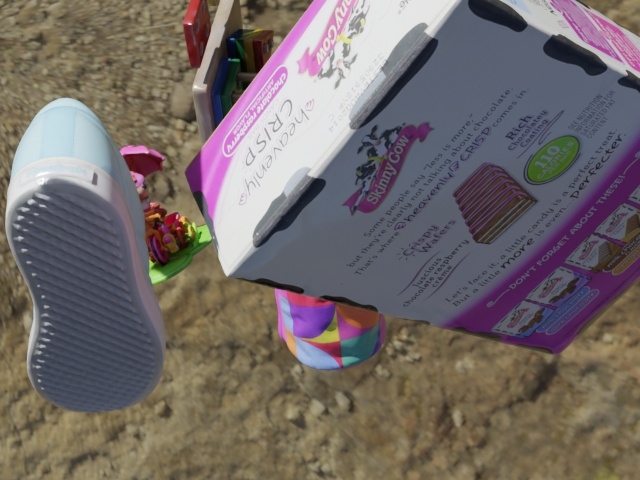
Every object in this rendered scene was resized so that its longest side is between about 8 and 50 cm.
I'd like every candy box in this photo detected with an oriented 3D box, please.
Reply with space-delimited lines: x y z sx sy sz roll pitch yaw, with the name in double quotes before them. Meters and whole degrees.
"candy box" 0.078 -0.036 0.532 0.233 0.071 0.159 16 126 -41

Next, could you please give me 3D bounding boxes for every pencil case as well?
"pencil case" 0.000 0.000 0.954 0.104 0.104 0.236 -21 130 -14

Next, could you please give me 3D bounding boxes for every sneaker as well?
"sneaker" -0.210 0.022 1.074 0.135 0.150 0.366 2 139 -6

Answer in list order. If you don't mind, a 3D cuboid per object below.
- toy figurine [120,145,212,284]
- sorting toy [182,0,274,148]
"toy figurine" -0.226 -0.044 1.481 0.130 0.173 0.159 -24 107 11
"sorting toy" -0.068 -0.131 0.985 0.046 0.132 0.274 5 140 7
